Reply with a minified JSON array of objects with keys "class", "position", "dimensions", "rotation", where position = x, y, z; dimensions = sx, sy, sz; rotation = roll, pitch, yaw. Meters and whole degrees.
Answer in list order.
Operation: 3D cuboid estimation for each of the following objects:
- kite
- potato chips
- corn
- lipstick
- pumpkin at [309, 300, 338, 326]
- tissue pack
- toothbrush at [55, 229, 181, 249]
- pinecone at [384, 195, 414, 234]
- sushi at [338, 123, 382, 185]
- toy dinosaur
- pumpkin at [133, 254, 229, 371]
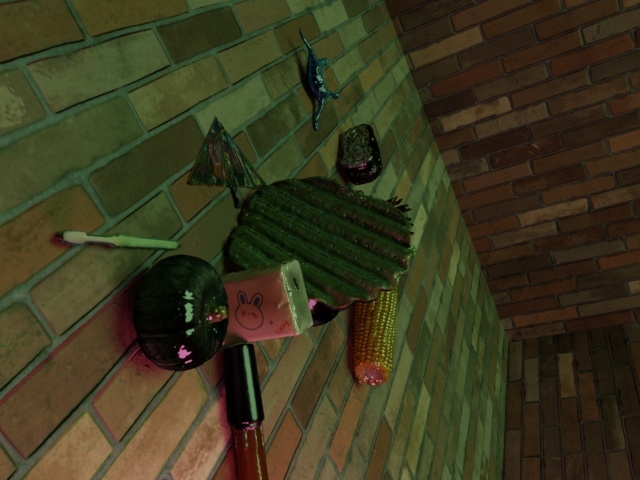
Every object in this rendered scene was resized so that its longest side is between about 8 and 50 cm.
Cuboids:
[{"class":"kite","position":[-0.226,-0.192,1.402],"dimensions":[0.321,0.016,0.234],"rotation":[-6,82,-64]},{"class":"potato chips","position":[0.000,0.000,1.366],"dimensions":[0.359,0.429,0.070],"rotation":[-57,165,-31]},{"class":"corn","position":[0.171,0.252,1.814],"dimensions":[0.144,0.143,0.388],"rotation":[49,35,-42]},{"class":"lipstick","position":[-0.144,0.421,1.175],"dimensions":[0.077,0.077,0.419],"rotation":[12,67,-61]},{"class":"pumpkin","position":[-0.029,0.100,1.470],"dimensions":[0.233,0.162,0.233],"rotation":[47,35,-48]},{"class":"tissue pack","position":[-0.130,0.132,1.218],"dimensions":[0.092,0.196,0.149],"rotation":[-17,93,-62]},{"class":"toothbrush","position":[-0.348,0.001,1.045],"dimensions":[0.294,0.028,0.026],"rotation":[8,91,-62]},{"class":"pinecone","position":[0.236,-0.052,2.026],"dimensions":[0.207,0.207,0.208],"rotation":[39,43,-50]},{"class":"sushi","position":[0.146,-0.308,2.067],"dimensions":[0.225,0.136,0.126],"rotation":[-83,155,-46]},{"class":"toy dinosaur","position":[-0.009,-0.536,1.953],"dimensions":[0.144,0.076,0.329],"rotation":[-22,106,-57]},{"class":"pumpkin","position":[-0.242,0.131,1.046],"dimensions":[0.211,0.152,0.212],"rotation":[30,56,-58]}]
